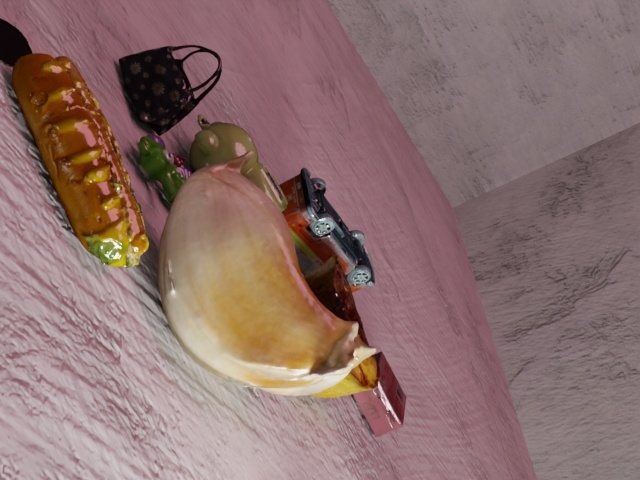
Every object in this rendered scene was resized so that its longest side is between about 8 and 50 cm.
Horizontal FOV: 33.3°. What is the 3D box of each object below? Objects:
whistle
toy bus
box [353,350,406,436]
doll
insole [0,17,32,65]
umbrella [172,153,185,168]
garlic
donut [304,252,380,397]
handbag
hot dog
[{"bbox_3d":[-0.116,-0.067,1.648,0.288,0.106,0.131,62,12,-9],"label":"whistle"},{"bbox_3d":[0.000,0.000,1.925,0.265,0.120,0.121,51,20,-43],"label":"toy bus"},{"bbox_3d":[0.108,0.282,1.972,0.111,0.060,0.156,64,11,-7],"label":"box"},{"bbox_3d":[-0.198,-0.069,1.478,0.190,0.050,0.115,57,12,-37],"label":"doll"},{"bbox_3d":[-0.374,-0.229,1.196,0.064,0.004,0.188,66,14,6],"label":"insole"},{"bbox_3d":[-0.178,-0.054,1.564,0.025,0.027,0.165,-45,115,-48],"label":"umbrella"},{"bbox_3d":[-0.077,0.068,1.368,0.313,0.249,0.286,48,28,11],"label":"garlic"},{"bbox_3d":[0.019,0.168,1.743,0.151,0.112,0.295,60,16,-30],"label":"donut"},{"bbox_3d":[-0.204,-0.229,1.536,0.072,0.139,0.115,52,17,-68],"label":"handbag"},{"bbox_3d":[-0.269,-0.091,1.223,0.269,0.072,0.115,65,6,2],"label":"hot dog"}]
